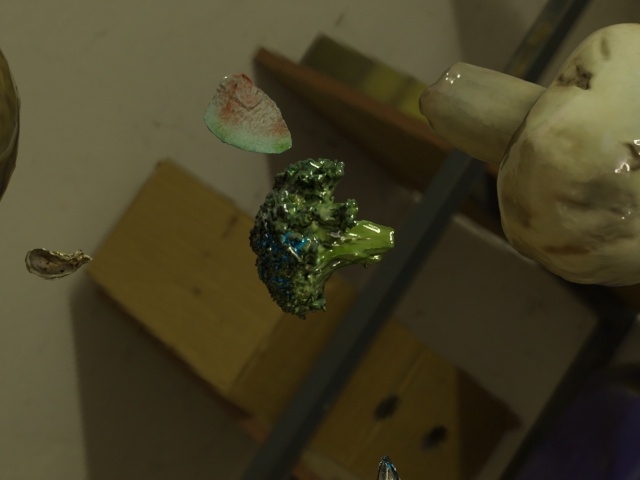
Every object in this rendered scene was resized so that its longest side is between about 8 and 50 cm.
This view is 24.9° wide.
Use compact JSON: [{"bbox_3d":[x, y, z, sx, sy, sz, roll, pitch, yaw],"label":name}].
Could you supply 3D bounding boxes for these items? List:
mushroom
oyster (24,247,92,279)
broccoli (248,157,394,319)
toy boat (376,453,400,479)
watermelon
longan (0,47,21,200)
[{"bbox_3d":[0.280,-0.114,1.600,0.336,0.314,0.314,28,-7,29],"label":"mushroom"},{"bbox_3d":[-0.357,0.017,1.947,0.083,0.080,0.038,68,-2,-56],"label":"oyster"},{"bbox_3d":[0.000,0.000,1.613,0.160,0.167,0.154,9,-20,-9],"label":"broccoli"},{"bbox_3d":[0.077,0.345,1.625,0.066,0.210,0.084,-5,-12,15],"label":"toy boat"},{"bbox_3d":[-0.111,-0.181,2.140,0.081,0.094,0.180,47,5,40],"label":"watermelon"},{"bbox_3d":[-0.563,-0.138,1.781,0.391,0.391,0.391,33,-5,3],"label":"longan"}]
